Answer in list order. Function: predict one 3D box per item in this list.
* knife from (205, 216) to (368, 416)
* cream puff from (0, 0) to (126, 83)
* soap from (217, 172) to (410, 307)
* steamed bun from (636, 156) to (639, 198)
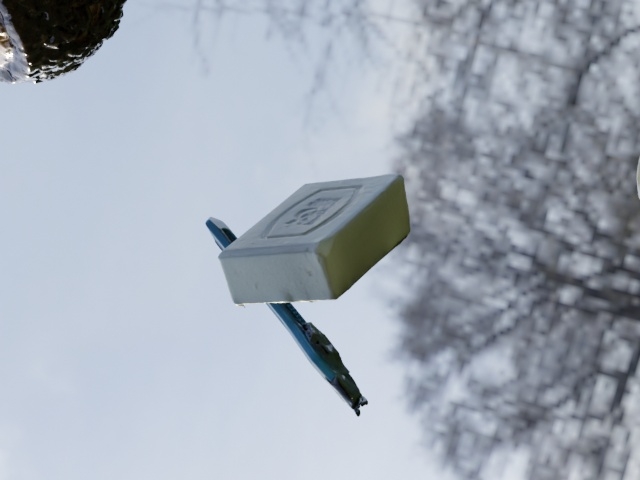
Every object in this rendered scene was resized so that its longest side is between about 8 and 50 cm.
[{"bbox_3d":[-0.037,0.078,2.008,0.026,0.296,0.044,-50,-24,24],"label":"knife"},{"bbox_3d":[-0.245,-0.242,1.454,0.165,0.239,0.239,-40,-35,-19],"label":"cream puff"},{"bbox_3d":[0.000,0.000,1.765,0.183,0.121,0.063,-41,-59,-53],"label":"soap"},{"bbox_3d":[0.378,-0.093,1.361,0.324,0.219,0.310,-41,-14,11],"label":"steamed bun"}]
